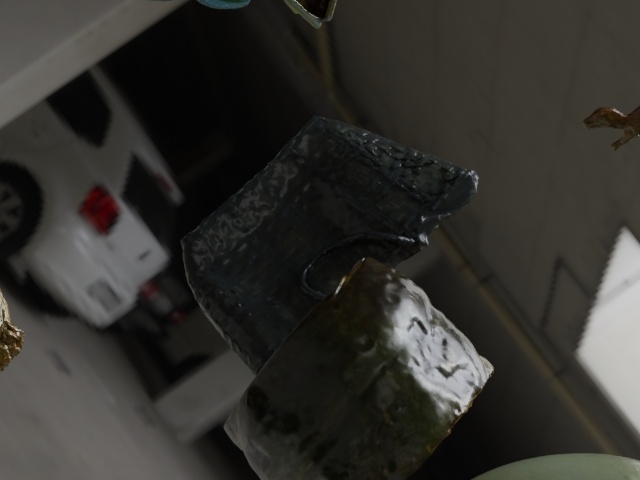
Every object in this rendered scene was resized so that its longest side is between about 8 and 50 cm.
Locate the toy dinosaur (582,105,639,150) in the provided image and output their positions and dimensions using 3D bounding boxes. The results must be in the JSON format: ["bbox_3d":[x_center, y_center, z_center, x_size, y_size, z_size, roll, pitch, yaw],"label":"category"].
[{"bbox_3d":[0.344,-0.125,1.467,0.126,0.162,0.039,27,44,-25],"label":"toy dinosaur"}]

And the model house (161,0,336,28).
[{"bbox_3d":[-0.121,-0.420,1.911,0.300,0.340,0.324,-129,-160,-57],"label":"model house"}]

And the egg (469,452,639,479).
[{"bbox_3d":[0.236,0.297,1.385,0.295,0.218,0.218,16,-6,-3],"label":"egg"}]

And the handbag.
[{"bbox_3d":[0.000,0.000,1.386,0.175,0.270,0.089,34,-20,42],"label":"handbag"}]

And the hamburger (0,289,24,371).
[{"bbox_3d":[-0.347,0.079,1.391,0.147,0.138,0.083,47,-15,23],"label":"hamburger"}]

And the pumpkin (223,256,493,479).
[{"bbox_3d":[0.030,0.121,1.227,0.139,0.190,0.280,40,0,3],"label":"pumpkin"}]
